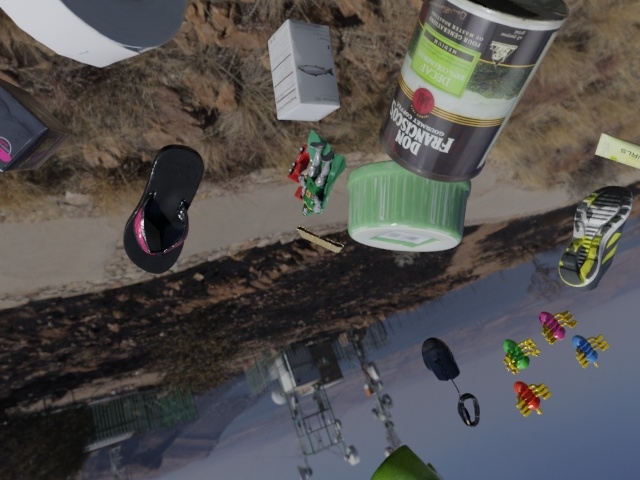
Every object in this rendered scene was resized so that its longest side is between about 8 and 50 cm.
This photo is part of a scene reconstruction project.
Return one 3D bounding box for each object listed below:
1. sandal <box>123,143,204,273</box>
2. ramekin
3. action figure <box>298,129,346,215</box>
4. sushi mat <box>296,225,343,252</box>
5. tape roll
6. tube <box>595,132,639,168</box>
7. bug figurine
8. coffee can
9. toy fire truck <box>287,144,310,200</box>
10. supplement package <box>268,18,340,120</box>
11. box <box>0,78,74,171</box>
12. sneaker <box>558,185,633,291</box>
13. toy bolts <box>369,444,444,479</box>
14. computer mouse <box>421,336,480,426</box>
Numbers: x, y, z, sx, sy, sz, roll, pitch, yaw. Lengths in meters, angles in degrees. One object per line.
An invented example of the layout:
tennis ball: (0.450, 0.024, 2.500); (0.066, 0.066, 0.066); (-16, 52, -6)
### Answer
sandal: (-0.172, -0.022, 0.488); (0.067, 0.040, 0.179); (6, 132, -31)
ramekin: (0.207, -0.070, 1.093); (0.303, 0.148, 0.303); (6, 168, 1)
action figure: (-0.012, -0.136, 1.088); (0.063, 0.137, 0.232); (-22, 151, -25)
sushi mat: (0.000, 0.000, 1.477); (0.316, 0.151, 0.019); (86, 30, -86)
tape roll: (-0.322, -0.400, 0.620); (0.100, 0.286, 0.286); (-3, 169, 28)
tube: (0.880, -0.222, 1.216); (0.062, 0.240, 0.070); (-22, 134, -45)
bug figurine: (0.566, 0.294, 1.118); (0.279, 0.216, 0.072); (-36, -168, -3)
coffee can: (0.229, -0.263, 0.727); (0.201, 0.202, 0.275); (-12, 142, -23)
toy fire truck: (-0.054, -0.243, 1.595); (0.047, 0.135, 0.192); (26, 92, -41)
supplement package: (-0.037, -0.361, 0.968); (0.105, 0.179, 0.105); (-7, 178, -32)
box: (-0.728, -0.270, 1.061); (0.143, 0.165, 0.270); (-46, -161, -6)
sneaker: (0.199, -0.001, 0.325); (0.035, 0.031, 0.083); (37, 83, -45)
toy bolts: (0.129, 0.369, 0.475); (0.218, 0.158, 0.228); (-50, 130, -5)
computer mouse: (0.309, 0.337, 1.052); (0.071, 0.242, 0.041); (-29, -177, 19)
